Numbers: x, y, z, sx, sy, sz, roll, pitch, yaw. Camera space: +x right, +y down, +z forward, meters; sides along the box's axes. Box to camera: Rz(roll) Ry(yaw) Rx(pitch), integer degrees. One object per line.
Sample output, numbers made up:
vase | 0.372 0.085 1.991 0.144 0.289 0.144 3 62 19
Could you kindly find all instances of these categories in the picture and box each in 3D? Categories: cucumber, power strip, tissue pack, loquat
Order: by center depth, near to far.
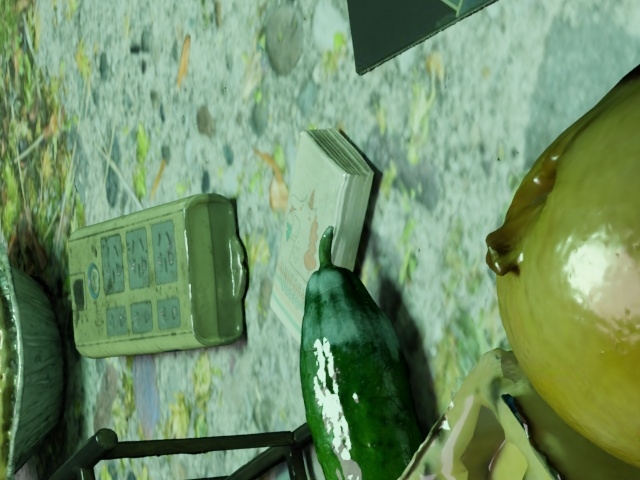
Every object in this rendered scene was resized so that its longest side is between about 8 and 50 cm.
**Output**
loquat | 0.130 0.012 0.585 0.163 0.163 0.137 -26 47 62
cucumber | 0.026 0.110 0.904 0.056 0.056 0.250 -36 63 59
tissue pack | 0.000 0.000 0.979 0.056 0.023 0.108 51 137 50
power strip | -0.117 0.028 1.205 0.268 0.034 0.092 -11 83 63

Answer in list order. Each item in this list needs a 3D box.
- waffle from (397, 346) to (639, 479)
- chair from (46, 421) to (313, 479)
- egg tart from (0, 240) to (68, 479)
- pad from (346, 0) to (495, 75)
waffle | 0.057 0.257 0.695 0.376 0.114 0.261 -59 37 26
chair | -0.095 0.203 1.058 0.260 0.155 0.141 -41 55 54
egg tart | -0.256 0.095 1.430 0.234 0.094 0.234 12 104 60
pad | 0.038 -0.215 0.904 0.164 0.004 0.243 -23 71 62
